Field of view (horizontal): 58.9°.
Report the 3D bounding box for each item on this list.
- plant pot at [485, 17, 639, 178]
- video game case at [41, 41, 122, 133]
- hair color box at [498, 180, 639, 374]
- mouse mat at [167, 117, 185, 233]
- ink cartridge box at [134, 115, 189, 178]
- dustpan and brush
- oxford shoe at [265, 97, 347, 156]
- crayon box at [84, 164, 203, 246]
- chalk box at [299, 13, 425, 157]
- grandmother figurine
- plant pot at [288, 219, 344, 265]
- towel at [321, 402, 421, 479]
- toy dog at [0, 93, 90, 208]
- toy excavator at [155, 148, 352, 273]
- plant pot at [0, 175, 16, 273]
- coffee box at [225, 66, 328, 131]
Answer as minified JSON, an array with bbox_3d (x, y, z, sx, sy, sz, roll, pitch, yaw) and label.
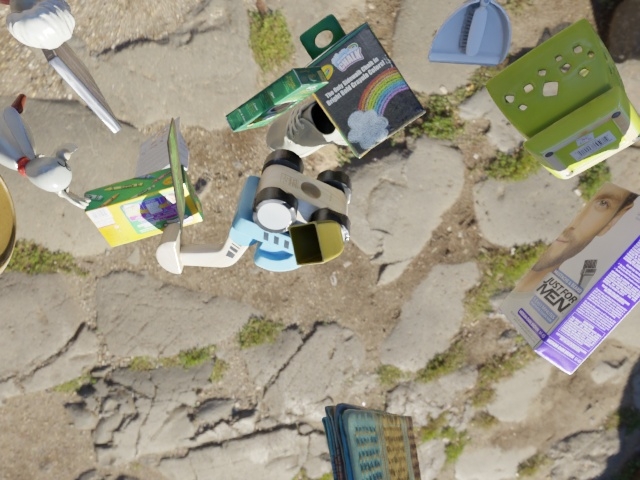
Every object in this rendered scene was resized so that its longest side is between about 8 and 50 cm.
[{"bbox_3d":[0.513,-0.268,1.165,0.228,0.207,0.227,-33,147,29],"label":"plant pot"},{"bbox_3d":[-0.506,-0.354,1.144,0.026,0.274,0.196,-36,144,-3],"label":"video game case"},{"bbox_3d":[0.517,0.066,1.091,0.110,0.185,0.339,34,103,-15],"label":"hair color box"},{"bbox_3d":[-0.276,-0.125,1.091,0.007,0.152,0.189,-6,122,-7],"label":"mouse mat"},{"bbox_3d":[-0.503,-0.268,1.806,0.189,0.232,0.066,-29,129,20],"label":"ink cartridge box"},{"bbox_3d":[0.283,-0.404,1.010,0.147,0.060,0.211,3,130,-3],"label":"dustpan and brush"},{"bbox_3d":[-0.028,-0.322,1.546,0.130,0.449,0.169,11,86,-38],"label":"oxford shoe"},{"bbox_3d":[-0.488,-0.094,1.583,0.279,0.081,0.165,-17,143,-2],"label":"crayon box"},{"bbox_3d":[0.071,-0.351,1.258,0.180,0.179,0.289,-34,97,7],"label":"chalk box"},{"bbox_3d":[-0.437,-0.429,0.843,0.208,0.342,0.104,-27,160,26],"label":"grandmother figurine"},{"bbox_3d":[0.000,0.000,1.121,0.083,0.081,0.081,-15,94,-44],"label":"plant pot"},{"bbox_3d":[0.093,0.377,0.798,0.040,0.271,0.370,-13,158,18],"label":"towel"},{"bbox_3d":[-0.629,-0.223,1.231,0.334,0.220,0.161,28,84,10],"label":"toy dog"},{"bbox_3d":[-0.179,-0.018,1.504,0.433,0.222,0.445,21,129,-15],"label":"toy excavator"},{"bbox_3d":[-0.555,-0.037,0.904,0.032,0.236,0.236,-6,120,4],"label":"plant pot"},{"bbox_3d":[-0.084,-0.275,1.104,0.184,0.113,0.040,-25,94,34],"label":"coffee box"}]
